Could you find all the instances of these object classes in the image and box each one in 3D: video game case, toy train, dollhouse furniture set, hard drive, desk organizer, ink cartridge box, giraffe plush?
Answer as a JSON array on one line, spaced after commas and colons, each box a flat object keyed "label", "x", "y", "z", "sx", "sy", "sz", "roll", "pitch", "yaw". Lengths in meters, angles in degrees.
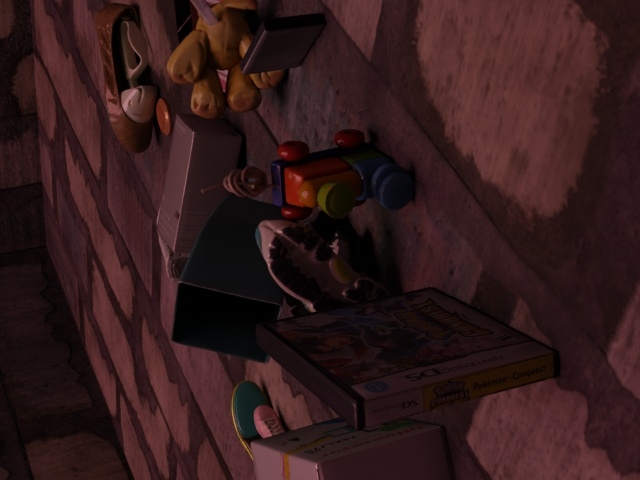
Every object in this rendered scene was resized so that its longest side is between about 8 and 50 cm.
[{"label": "video game case", "x": 0.090, "y": 0.125, "z": 1.240, "sx": 0.275, "sy": 0.248, "sz": 0.035, "roll": -151, "pitch": 54, "yaw": -61}, {"label": "toy train", "x": -0.012, "y": -0.064, "z": 1.393, "sx": 0.143, "sy": 0.248, "sz": 0.105, "roll": 30, "pitch": 129, "yaw": 55}, {"label": "dollhouse furniture set", "x": -0.012, "y": 0.115, "z": 1.777, "sx": 0.076, "sy": 0.059, "sz": 0.151, "roll": 50, "pitch": 165, "yaw": 36}, {"label": "hard drive", "x": -0.057, "y": -0.288, "z": 1.575, "sx": 0.135, "sy": 0.094, "sz": 0.022, "roll": 134, "pitch": 122, "yaw": -64}, {"label": "desk organizer", "x": -0.238, "y": -0.410, "z": 1.954, "sx": 0.047, "sy": 0.050, "sz": 0.130, "roll": 94, "pitch": 168, "yaw": -55}, {"label": "ink cartridge box", "x": 0.050, "y": 0.370, "z": 1.535, "sx": 0.270, "sy": 0.198, "sz": 0.197, "roll": -10, "pitch": 92, "yaw": 67}, {"label": "giraffe plush", "x": -0.160, "y": -0.321, "z": 1.749, "sx": 0.170, "sy": 0.182, "sz": 0.210, "roll": -101, "pitch": -4, "yaw": -68}]

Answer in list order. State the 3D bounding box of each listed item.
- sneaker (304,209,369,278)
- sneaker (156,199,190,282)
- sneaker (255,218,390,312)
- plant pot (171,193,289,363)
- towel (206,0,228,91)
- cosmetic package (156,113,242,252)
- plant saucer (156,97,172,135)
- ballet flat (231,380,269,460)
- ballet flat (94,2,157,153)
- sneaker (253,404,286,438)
[{"label": "sneaker", "x": 0.000, "y": 0.000, "z": 1.624, "sx": 0.234, "sy": 0.078, "sz": 0.106, "roll": 24, "pitch": 120, "yaw": 59}, {"label": "sneaker", "x": -0.326, "y": -0.024, "z": 2.368, "sx": 0.115, "sy": 0.090, "sz": 0.232, "roll": -126, "pitch": 32, "yaw": -50}, {"label": "sneaker", "x": 0.012, "y": 0.066, "z": 1.488, "sx": 0.275, "sy": 0.107, "sz": 0.110, "roll": 51, "pitch": 171, "yaw": -24}, {"label": "plant pot", "x": -0.134, "y": 0.047, "z": 1.782, "sx": 0.165, "sy": 0.166, "sz": 0.234, "roll": 105, "pitch": 177, "yaw": -49}, {"label": "towel", "x": -0.170, "y": -0.358, "z": 1.901, "sx": 0.144, "sy": 0.029, "sz": 0.197, "roll": -142, "pitch": 44, "yaw": -61}, {"label": "cosmetic package", "x": -0.227, "y": -0.106, "z": 2.000, "sx": 0.127, "sy": 0.107, "sz": 0.237, "roll": -138, "pitch": 53, "yaw": -59}, {"label": "plant saucer", "x": -0.347, "y": -0.273, "z": 2.380, "sx": 0.083, "sy": 0.013, "sz": 0.083, "roll": 168, "pitch": 90, "yaw": -68}, {"label": "ballet flat", "x": -0.119, "y": 0.391, "z": 2.119, "sx": 0.077, "sy": 0.077, "sz": 0.230, "roll": 92, "pitch": 157, "yaw": -71}, {"label": "ballet flat", "x": -0.424, "y": -0.371, "z": 2.420, "sx": 0.124, "sy": 0.116, "sz": 0.342, "roll": -9, "pitch": 90, "yaw": 48}, {"label": "sneaker", "x": -0.081, "y": 0.369, "z": 2.040, "sx": 0.134, "sy": 0.051, "sz": 0.070, "roll": 67, "pitch": 154, "yaw": 16}]
